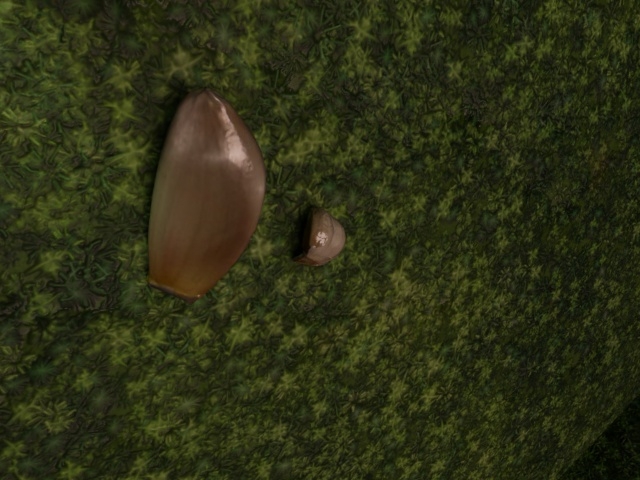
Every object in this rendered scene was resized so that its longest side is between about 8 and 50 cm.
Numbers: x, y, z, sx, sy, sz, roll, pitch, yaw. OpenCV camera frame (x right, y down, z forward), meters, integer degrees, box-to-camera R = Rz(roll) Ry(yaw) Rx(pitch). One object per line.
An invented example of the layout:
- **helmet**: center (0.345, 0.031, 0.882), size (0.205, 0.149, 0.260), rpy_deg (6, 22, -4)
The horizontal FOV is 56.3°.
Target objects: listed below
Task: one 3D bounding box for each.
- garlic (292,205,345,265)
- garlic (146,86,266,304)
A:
- **garlic**: center (0.004, -0.002, 0.980), size (0.113, 0.074, 0.094), rpy_deg (97, 15, -71)
- **garlic**: center (-0.157, -0.051, 0.819), size (0.143, 0.112, 0.318), rpy_deg (12, 112, -15)
